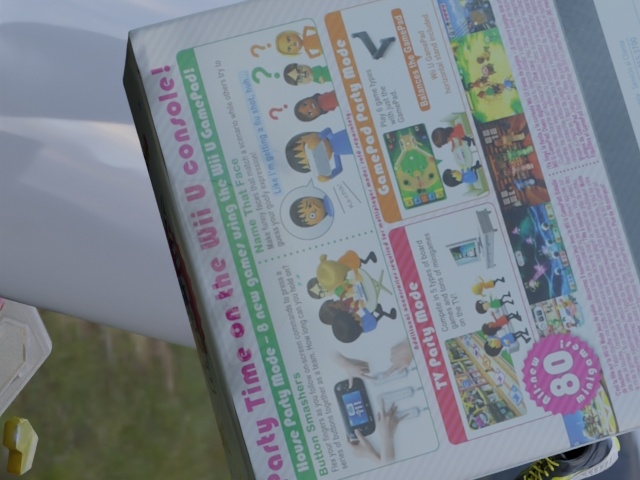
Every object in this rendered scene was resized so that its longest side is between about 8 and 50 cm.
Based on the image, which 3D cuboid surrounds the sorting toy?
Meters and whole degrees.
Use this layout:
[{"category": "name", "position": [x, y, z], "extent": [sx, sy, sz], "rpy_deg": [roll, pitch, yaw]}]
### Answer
[{"category": "sorting toy", "position": [-0.342, 0.145, 1.592], "extent": [0.229, 0.041, 0.307], "rpy_deg": [-59, 148, -36]}]

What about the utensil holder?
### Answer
[{"category": "utensil holder", "position": [-0.113, -0.094, 1.092], "extent": [0.327, 0.385, 0.327], "rpy_deg": [-28, -127, 45]}]

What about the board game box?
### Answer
[{"category": "board game box", "position": [0.086, -0.015, 0.704], "extent": [0.097, 0.303, 0.224], "rpy_deg": [138, -64, -78]}]

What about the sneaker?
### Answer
[{"category": "sneaker", "position": [0.139, 0.136, 0.943], "extent": [0.035, 0.083, 0.031], "rpy_deg": [46, 9, -48]}]
